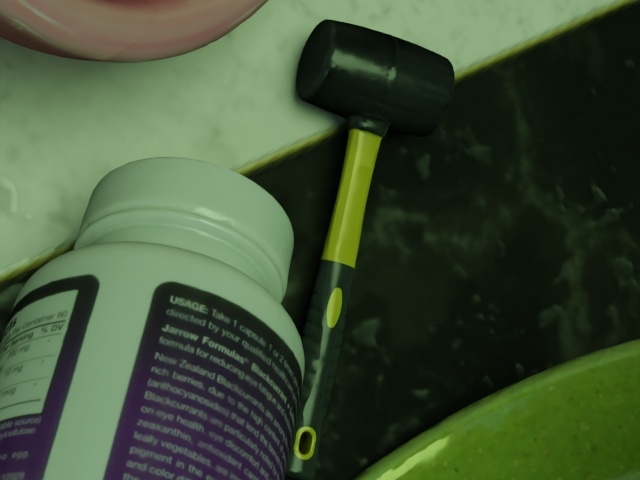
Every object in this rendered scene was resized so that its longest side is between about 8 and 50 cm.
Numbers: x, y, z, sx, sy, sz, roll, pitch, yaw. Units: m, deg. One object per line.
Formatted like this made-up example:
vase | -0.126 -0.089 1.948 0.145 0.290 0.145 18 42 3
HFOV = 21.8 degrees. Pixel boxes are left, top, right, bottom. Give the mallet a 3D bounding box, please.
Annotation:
mallet | 0.000 0.000 0.676 0.062 0.039 0.189 24 75 -19

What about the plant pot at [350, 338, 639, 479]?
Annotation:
plant pot | 0.130 0.209 0.590 0.276 0.276 0.254 -38 109 -26

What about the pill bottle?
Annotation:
pill bottle | -0.064 0.069 0.573 0.108 0.108 0.193 26 51 -19

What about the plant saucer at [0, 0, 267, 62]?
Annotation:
plant saucer | -0.088 -0.229 0.575 0.332 0.084 0.332 -19 112 -59
